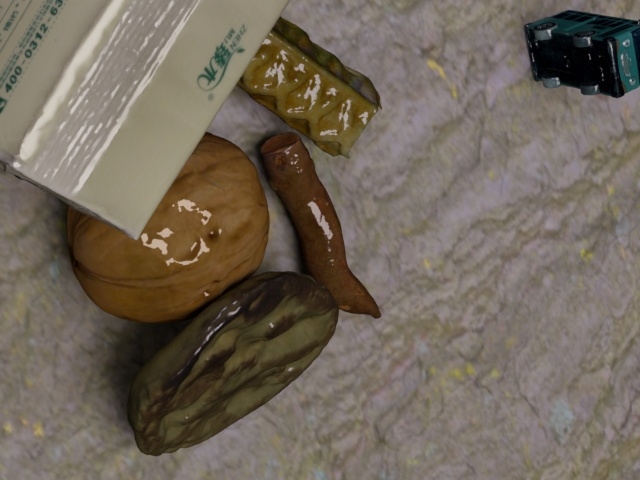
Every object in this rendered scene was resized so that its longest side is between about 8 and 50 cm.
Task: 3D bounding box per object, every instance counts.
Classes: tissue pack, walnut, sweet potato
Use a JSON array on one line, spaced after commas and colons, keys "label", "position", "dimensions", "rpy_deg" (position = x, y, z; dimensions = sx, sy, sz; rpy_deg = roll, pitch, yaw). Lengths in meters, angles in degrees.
[{"label": "tissue pack", "position": [-0.206, -0.229, 1.544], "dimensions": [0.207, 0.297, 0.380], "rpy_deg": [35, 87, -44]}, {"label": "walnut", "position": [-0.158, -0.015, 1.702], "dimensions": [0.221, 0.195, 0.195], "rpy_deg": [-28, 115, -25]}, {"label": "sweet potato", "position": [0.000, 0.000, 1.865], "dimensions": [0.059, 0.067, 0.281], "rpy_deg": [-13, 121, 16]}]

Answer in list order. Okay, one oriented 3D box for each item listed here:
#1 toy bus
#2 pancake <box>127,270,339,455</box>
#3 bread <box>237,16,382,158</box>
[{"label": "toy bus", "position": [0.324, -0.224, 1.922], "dimensions": [0.092, 0.160, 0.079], "rpy_deg": [-24, 113, -24]}, {"label": "pancake", "position": [-0.101, 0.134, 1.772], "dimensions": [0.294, 0.049, 0.294], "rpy_deg": [-35, 159, -16]}, {"label": "bread", "position": [-0.051, -0.196, 1.767], "dimensions": [0.269, 0.087, 0.098], "rpy_deg": [35, 86, -31]}]
